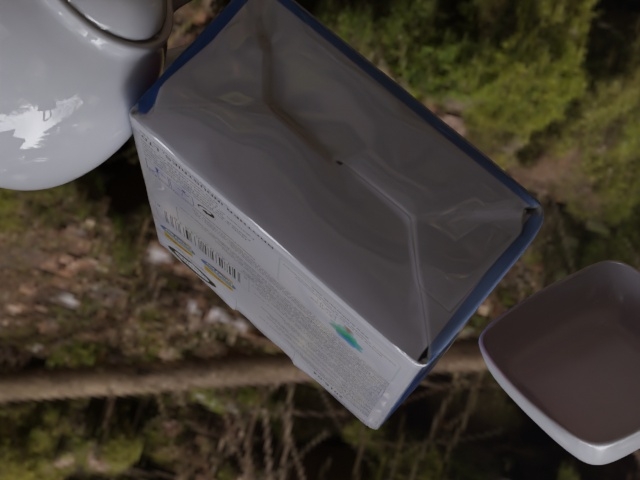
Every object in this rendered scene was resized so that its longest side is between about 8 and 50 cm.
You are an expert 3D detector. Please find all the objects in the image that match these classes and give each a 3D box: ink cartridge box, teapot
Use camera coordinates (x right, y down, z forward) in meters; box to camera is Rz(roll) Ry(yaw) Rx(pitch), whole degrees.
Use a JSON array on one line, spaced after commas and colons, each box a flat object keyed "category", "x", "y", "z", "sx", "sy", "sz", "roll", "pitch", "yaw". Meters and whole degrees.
[{"category": "ink cartridge box", "x": 0.000, "y": 0.000, "z": 1.042, "sx": 0.270, "sy": 0.151, "sz": 0.395, "roll": 41, "pitch": 165, "yaw": 8}, {"category": "teapot", "x": -0.189, "y": -0.169, "z": 0.897, "sx": 0.187, "sy": 0.256, "sz": 0.252, "roll": -31, "pitch": 112, "yaw": 26}]

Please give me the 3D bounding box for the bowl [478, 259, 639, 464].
[{"category": "bowl", "x": 0.199, "y": 0.091, "z": 0.905, "sx": 0.142, "sy": 0.142, "sz": 0.053, "roll": 45, "pitch": 154, "yaw": 43}]
